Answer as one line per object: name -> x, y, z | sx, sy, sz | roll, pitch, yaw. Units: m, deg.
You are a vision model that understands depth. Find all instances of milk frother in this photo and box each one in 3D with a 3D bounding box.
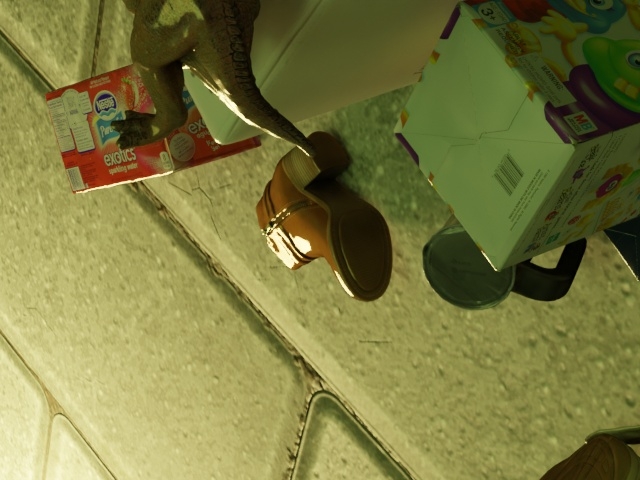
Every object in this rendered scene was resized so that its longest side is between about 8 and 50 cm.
milk frother -> 0.169, -0.029, 1.542 | 0.129, 0.135, 0.143 | 7, 119, 20

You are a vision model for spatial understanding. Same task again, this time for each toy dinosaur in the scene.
toy dinosaur -> -0.091, -0.184, 1.139 | 0.296, 0.127, 0.200 | 58, 141, 7

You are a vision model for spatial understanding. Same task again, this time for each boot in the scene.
boot -> 0.279, 0.260, 1.464 | 0.203, 0.095, 0.262 | 34, 161, 2
boot -> 0.000, 0.000, 1.860 | 0.152, 0.073, 0.197 | -48, 54, 52

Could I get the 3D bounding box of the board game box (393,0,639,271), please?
board game box -> 0.218, -0.109, 1.308 | 0.142, 0.275, 0.144 | 55, 143, 23

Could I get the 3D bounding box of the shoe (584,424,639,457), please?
shoe -> 0.300, 0.178, 1.510 | 0.219, 0.076, 0.058 | -27, 88, 58

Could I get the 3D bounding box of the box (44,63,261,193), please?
box -> -0.195, -0.139, 2.019 | 0.257, 0.122, 0.128 | -8, 99, 56

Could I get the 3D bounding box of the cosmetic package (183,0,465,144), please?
cosmetic package -> 0.062, -0.325, 1.309 | 0.329, 0.393, 0.327 | 62, 148, 13

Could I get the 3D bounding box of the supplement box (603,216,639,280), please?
supplement box -> 0.288, -0.021, 1.423 | 0.056, 0.083, 0.083 | 58, 144, 19
